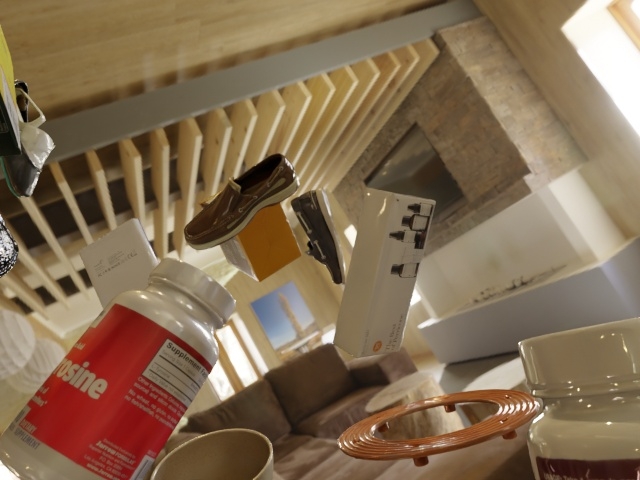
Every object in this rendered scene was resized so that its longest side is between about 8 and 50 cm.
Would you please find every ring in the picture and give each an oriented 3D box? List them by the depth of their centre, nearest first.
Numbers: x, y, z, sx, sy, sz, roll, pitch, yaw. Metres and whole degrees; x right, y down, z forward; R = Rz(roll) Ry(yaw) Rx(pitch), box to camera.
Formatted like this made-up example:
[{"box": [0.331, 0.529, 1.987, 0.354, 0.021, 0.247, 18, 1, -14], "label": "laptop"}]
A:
[{"box": [0.195, 0.314, 0.816, 0.337, 0.032, 0.336, -15, -9, -2], "label": "ring"}]

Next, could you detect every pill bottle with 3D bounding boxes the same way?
[{"box": [0.353, 0.283, 0.496, 0.224, 0.391, 0.224, -8, -17, -3], "label": "pill bottle"}, {"box": [-0.332, 0.239, 0.864, 0.407, 0.229, 0.229, -59, 6, -28], "label": "pill bottle"}]

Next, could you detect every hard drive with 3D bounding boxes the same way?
[{"box": [-0.554, 0.125, 1.403, 0.210, 0.318, 0.040, -29, -8, 12], "label": "hard drive"}]

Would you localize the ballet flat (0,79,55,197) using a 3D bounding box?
[{"box": [-0.617, -0.224, 0.996, 0.096, 0.280, 0.095, -22, -14, -10], "label": "ballet flat"}]

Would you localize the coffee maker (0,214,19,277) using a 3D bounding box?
[{"box": [-0.572, -0.004, 0.699, 0.179, 0.171, 0.120, -16, 7, 1], "label": "coffee maker"}]

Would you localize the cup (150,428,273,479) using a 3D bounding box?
[{"box": [-0.277, 0.718, 1.335, 0.332, 0.236, 0.331, -9, 10, 2], "label": "cup"}]

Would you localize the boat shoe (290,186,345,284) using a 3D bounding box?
[{"box": [0.000, 0.000, 0.866, 0.065, 0.206, 0.075, -14, 35, 4], "label": "boat shoe"}]

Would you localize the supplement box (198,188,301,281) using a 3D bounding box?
[{"box": [-0.176, -0.029, 1.198, 0.129, 0.191, 0.194, -33, 28, -23], "label": "supplement box"}]

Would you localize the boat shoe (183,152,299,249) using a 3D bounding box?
[{"box": [-0.165, -0.087, 0.945, 0.257, 0.095, 0.095, -38, -37, -14], "label": "boat shoe"}]

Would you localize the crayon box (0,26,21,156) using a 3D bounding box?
[{"box": [-0.604, -0.323, 0.849, 0.081, 0.318, 0.202, -11, -36, -23], "label": "crayon box"}]

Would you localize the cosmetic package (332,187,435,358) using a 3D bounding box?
[{"box": [0.094, 0.048, 0.711, 0.099, 0.238, 0.060, 4, 12, -39], "label": "cosmetic package"}]
